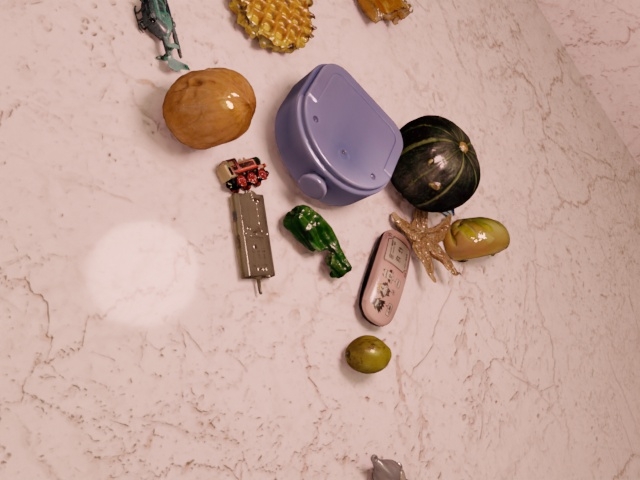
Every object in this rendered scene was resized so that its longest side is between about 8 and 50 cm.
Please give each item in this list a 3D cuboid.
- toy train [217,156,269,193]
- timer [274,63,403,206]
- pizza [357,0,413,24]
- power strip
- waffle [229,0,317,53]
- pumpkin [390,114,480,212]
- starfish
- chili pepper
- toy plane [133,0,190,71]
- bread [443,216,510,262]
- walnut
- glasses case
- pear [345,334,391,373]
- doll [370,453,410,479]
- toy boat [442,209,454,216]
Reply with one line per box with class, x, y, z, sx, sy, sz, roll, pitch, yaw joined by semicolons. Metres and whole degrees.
toy train;-0.196;-0.175;1.383;0.138;0.050;0.087;-25;87;-44
timer;0.036;-0.269;1.523;0.395;0.173;0.394;14;67;-37
pizza;0.233;-0.863;1.954;0.297;0.071;0.189;-32;85;-45
power strip;-0.169;0.004;1.355;0.092;0.034;0.267;0;76;-40
waffle;-0.146;-0.689;1.585;0.329;0.062;0.329;13;70;-37
pumpkin;0.368;-0.247;1.734;0.323;0.241;0.323;22;48;-27
starfish;0.358;0.000;1.772;0.299;0.060;0.302;2;63;-39
chili pepper;-0.001;0.001;1.469;0.253;0.083;0.099;49;52;-23
toy plane;-0.395;-0.525;1.333;0.096;0.060;0.234;-4;74;-54
bread;0.569;-0.016;1.894;0.261;0.156;0.158;-8;83;-42
walnut;-0.258;-0.310;1.264;0.195;0.222;0.195;11;78;-63
glasses case;0.194;0.107;1.595;0.122;0.075;0.314;40;54;-27
pear;0.128;0.308;1.455;0.131;0.107;0.107;13;67;-24
doll;0.188;0.639;1.419;0.102;0.075;0.227;-44;116;-30
toy boat;0.467;-0.220;1.959;0.221;0.067;0.290;19;75;-33
